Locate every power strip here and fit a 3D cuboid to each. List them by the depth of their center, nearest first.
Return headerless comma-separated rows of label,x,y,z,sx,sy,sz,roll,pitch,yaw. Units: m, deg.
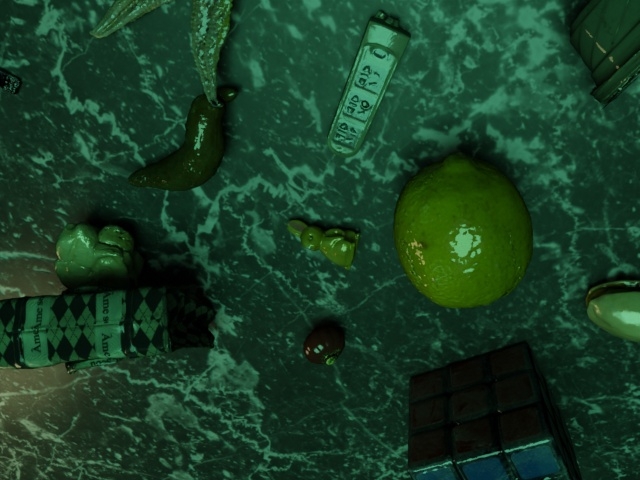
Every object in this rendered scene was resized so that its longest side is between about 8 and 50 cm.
power strip,0.080,-0.278,1.156,0.080,0.048,0.286,23,121,-2

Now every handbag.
handbag,-0.458,0.198,1.363,0.415,0.317,0.180,-6,79,12

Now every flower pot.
flower pot,0.493,-0.340,0.978,0.140,0.235,0.235,48,118,10

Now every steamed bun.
steamed bun,-0.495,0.028,1.384,0.177,0.106,0.192,0,127,5

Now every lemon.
lemon,0.262,-0.019,1.145,0.257,0.258,0.310,-10,119,14

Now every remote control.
remote control,-0.661,-0.336,1.263,0.096,0.014,0.039,29,119,-8

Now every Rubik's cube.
Rubik's cube,0.383,0.462,1.358,0.305,0.304,0.301,-20,113,20

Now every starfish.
starfish,-0.222,-0.454,1.062,0.398,0.132,0.384,22,117,-12

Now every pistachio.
pistachio,0.644,0.153,1.253,0.200,0.117,0.145,4,124,8

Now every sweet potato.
sweet potato,-0.258,-0.177,1.237,0.310,0.098,0.124,-42,84,27

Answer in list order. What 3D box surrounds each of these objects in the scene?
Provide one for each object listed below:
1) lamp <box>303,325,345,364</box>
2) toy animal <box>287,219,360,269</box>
lamp,0.009,0.240,1.422,0.101,0.090,0.101,-20,146,-15
toy animal,-0.001,0.003,1.311,0.159,0.070,0.083,19,121,5
